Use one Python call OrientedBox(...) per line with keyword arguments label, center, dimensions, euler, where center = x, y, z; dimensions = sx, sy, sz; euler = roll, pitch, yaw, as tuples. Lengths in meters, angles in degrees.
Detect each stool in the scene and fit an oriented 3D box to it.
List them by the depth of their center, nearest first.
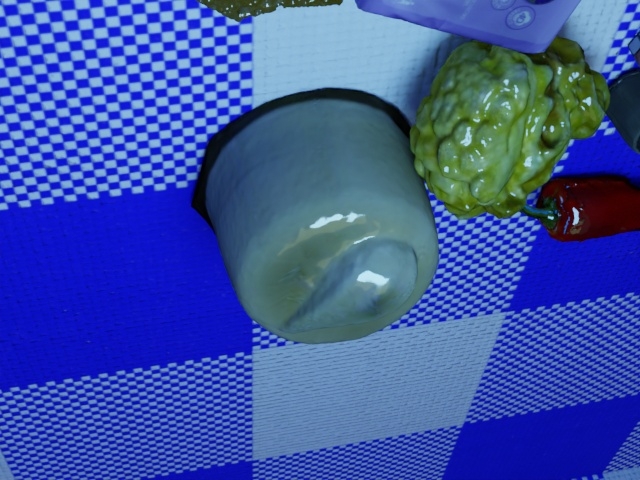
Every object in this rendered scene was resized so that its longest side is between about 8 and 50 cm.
OrientedBox(label="stool", center=(0.461, -0.180, 1.424), dimensions=(0.096, 0.110, 0.096), euler=(-10, 142, -8))

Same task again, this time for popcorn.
OrientedBox(label="popcorn", center=(0.239, -0.170, 1.283), dimensions=(0.286, 0.173, 0.225), euler=(-40, 141, -12))

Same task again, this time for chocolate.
OrientedBox(label="chocolate", center=(0.000, 0.000, 1.361), dimensions=(0.314, 0.297, 0.326), euler=(6, 142, -19))

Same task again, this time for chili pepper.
OrientedBox(label="chili pepper", center=(0.465, -0.053, 1.621), dimensions=(0.387, 0.110, 0.110), euler=(-3, 144, -21))

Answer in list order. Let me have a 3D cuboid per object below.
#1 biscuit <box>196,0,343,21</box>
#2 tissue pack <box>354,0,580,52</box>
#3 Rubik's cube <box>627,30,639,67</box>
OrientedBox(label="biscuit", center=(-0.078, -0.305, 1.129), dimensions=(0.236, 0.026, 0.131), euler=(17, 136, -39))
OrientedBox(label="tissue pack", center=(0.197, -0.377, 1.006), dimensions=(0.242, 0.160, 0.338), euler=(9, 138, -22))
OrientedBox(label="Rubik's cube", center=(0.489, -0.255, 1.344), dimensions=(0.092, 0.092, 0.092), euler=(7, 140, -28))
